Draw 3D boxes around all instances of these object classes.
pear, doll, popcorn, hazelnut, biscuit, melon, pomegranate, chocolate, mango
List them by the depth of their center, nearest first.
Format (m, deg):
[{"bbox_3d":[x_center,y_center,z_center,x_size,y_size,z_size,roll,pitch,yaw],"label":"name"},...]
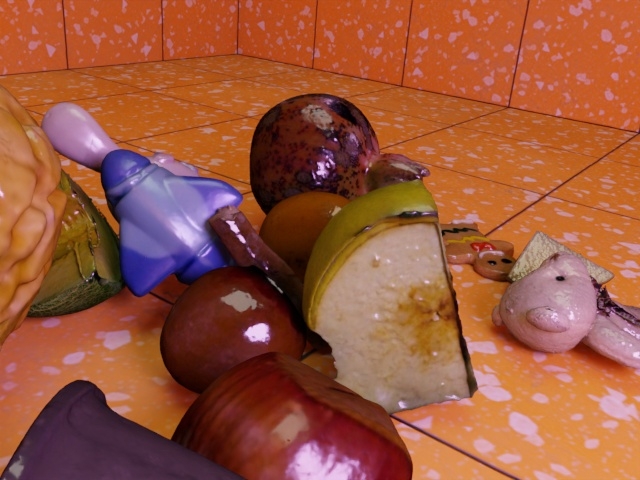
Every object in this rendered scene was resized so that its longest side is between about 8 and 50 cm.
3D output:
[{"bbox_3d":[-0.037,0.210,0.581,0.212,0.181,0.181,30,5,42],"label":"hazelnut"},{"bbox_3d":[-0.466,-0.016,0.746,0.390,0.354,0.344,-11,26,14],"label":"popcorn"},{"bbox_3d":[-0.111,0.118,0.796,0.176,0.177,0.177,4,23,-2],"label":"chocolate"},{"bbox_3d":[0.078,0.052,0.845,0.176,0.287,0.282,-13,22,8],"label":"pear"},{"bbox_3d":[0.404,0.105,0.941,0.278,0.149,0.175,15,-11,-8],"label":"doll"},{"bbox_3d":[-0.388,0.034,0.959,0.169,0.129,0.265,-34,52,0],"label":"melon"},{"bbox_3d":[-0.215,-0.042,0.986,0.376,0.187,0.365,13,20,-37],"label":"doll"},{"bbox_3d":[-0.001,-0.006,1.060,0.221,0.152,0.120,-5,-14,33],"label":"mango"},{"bbox_3d":[0.038,-0.133,1.222,0.340,0.285,0.285,9,23,22],"label":"pomegranate"},{"bbox_3d":[0.291,0.011,1.246,0.158,0.035,0.240,-8,26,-22],"label":"biscuit"}]

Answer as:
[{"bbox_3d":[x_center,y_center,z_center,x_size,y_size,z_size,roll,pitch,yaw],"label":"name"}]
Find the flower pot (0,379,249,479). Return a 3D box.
[{"bbox_3d":[-0.105,0.229,0.393,0.166,0.269,0.269,10,23,-2],"label":"flower pot"}]

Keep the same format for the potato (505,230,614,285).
[{"bbox_3d":[0.392,0.074,1.105,0.149,0.081,0.120,33,64,20],"label":"potato"}]

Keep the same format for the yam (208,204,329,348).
[{"bbox_3d":[-0.060,0.051,0.882,0.056,0.241,0.057,-37,13,10],"label":"yam"}]
